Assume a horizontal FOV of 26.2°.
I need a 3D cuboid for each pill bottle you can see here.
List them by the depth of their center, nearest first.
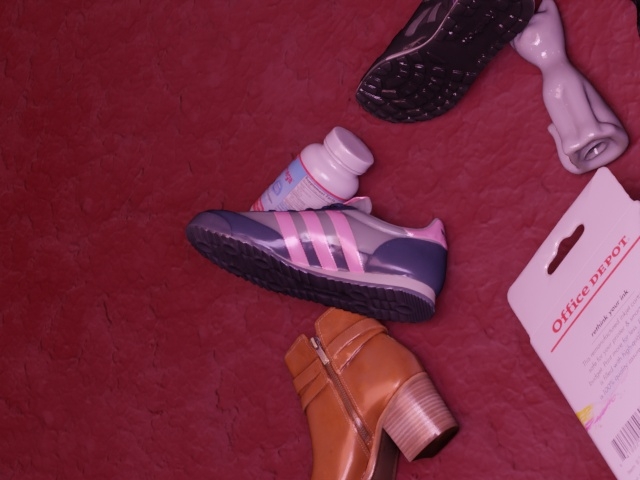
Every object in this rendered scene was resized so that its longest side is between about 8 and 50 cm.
[{"bbox_3d":[-0.009,-0.065,1.729,0.160,0.087,0.087,-47,64,22],"label":"pill bottle"}]

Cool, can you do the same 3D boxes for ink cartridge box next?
[{"bbox_3d":[0.350,0.107,1.404,0.207,0.119,0.353,-57,36,25],"label":"ink cartridge box"}]

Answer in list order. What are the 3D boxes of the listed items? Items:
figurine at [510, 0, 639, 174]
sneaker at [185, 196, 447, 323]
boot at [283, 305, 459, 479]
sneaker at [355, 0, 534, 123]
[{"bbox_3d":[0.317,-0.213,1.531,0.215,0.092,0.209,-35,61,28],"label":"figurine"},{"bbox_3d":[0.000,0.000,1.670,0.319,0.112,0.131,16,64,8],"label":"sneaker"},{"bbox_3d":[0.009,0.226,1.681,0.283,0.109,0.220,-48,64,19],"label":"boot"},{"bbox_3d":[0.154,-0.250,1.645,0.283,0.107,0.124,-37,30,40],"label":"sneaker"}]
